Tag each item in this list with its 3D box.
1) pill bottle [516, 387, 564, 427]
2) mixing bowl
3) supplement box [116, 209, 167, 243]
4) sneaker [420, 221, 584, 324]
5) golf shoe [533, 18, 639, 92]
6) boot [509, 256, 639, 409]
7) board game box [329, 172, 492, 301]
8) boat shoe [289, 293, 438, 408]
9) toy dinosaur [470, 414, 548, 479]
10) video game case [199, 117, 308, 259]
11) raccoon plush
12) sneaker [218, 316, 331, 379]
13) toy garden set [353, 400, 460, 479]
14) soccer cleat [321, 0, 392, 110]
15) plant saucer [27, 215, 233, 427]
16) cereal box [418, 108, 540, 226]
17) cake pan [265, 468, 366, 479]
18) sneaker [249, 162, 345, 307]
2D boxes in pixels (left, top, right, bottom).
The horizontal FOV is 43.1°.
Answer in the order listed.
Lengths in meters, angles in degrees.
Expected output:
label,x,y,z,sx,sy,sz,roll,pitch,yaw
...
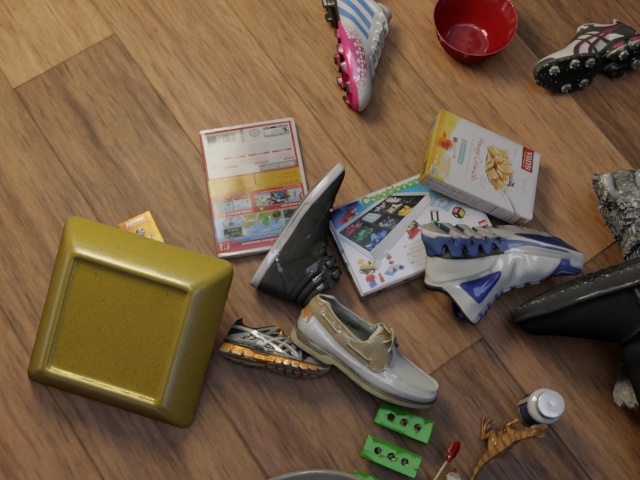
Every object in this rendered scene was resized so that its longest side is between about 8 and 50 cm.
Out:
label,x,y,z,sx,sy,sz,roll,pitch,yaw
pill bottle,0.412,0.311,1.508,0.067,0.120,0.067,1,72,-2
mixing bowl,0.329,-0.457,1.772,0.182,0.098,0.181,1,71,-2
supplement box,-0.316,0.060,1.586,0.078,0.080,0.233,-27,73,-10
sneaker,0.333,0.068,1.579,0.316,0.127,0.182,5,107,-10
golf shoe,0.575,-0.406,1.778,0.273,0.105,0.120,-16,57,-13
boot,0.574,0.268,1.442,0.146,0.367,0.445,-19,84,-46
board game box,0.180,-0.023,1.645,0.305,0.053,0.192,-22,74,-9
boat shoe,0.095,0.208,1.515,0.302,0.113,0.103,28,108,1
toy dinosaur,0.324,0.384,1.503,0.064,0.112,0.211,36,115,-12
video game case,-0.132,-0.111,1.677,0.204,0.025,0.285,-9,72,-6
raccoon plush,0.595,0.062,1.568,0.299,0.216,0.446,32,76,20
sneaker,-0.082,0.206,1.547,0.215,0.084,0.083,16,63,2
toy garden set,0.163,0.450,1.488,0.204,0.049,0.244,20,71,11
soccer cleat,0.095,-0.438,1.747,0.143,0.116,0.331,-8,72,-5
plant saucer,-0.362,0.157,1.483,0.333,0.081,0.332,17,97,4
cereal box,0.328,-0.147,1.651,0.240,0.047,0.173,21,60,-11
cake pan,-0.026,0.489,1.351,0.293,0.293,0.054,-9,109,-5
sneaker,0.000,0.000,1.580,0.147,0.104,0.295,33,96,-3
